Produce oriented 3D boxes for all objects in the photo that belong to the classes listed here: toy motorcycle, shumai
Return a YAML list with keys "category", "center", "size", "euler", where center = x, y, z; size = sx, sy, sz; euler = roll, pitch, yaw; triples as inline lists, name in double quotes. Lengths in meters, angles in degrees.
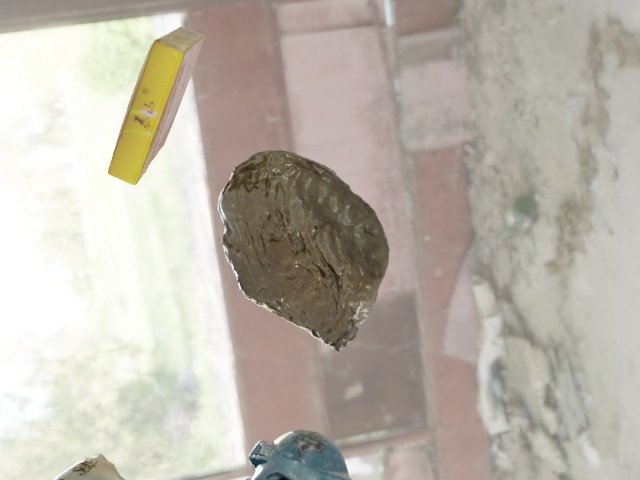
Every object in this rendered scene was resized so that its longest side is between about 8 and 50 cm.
- category: "toy motorcycle"
  center: [-0.042, 0.370, 1.372]
  size: [0.416, 0.172, 0.232]
  euler: [83, -149, -59]
- category: "shumai"
  center: [0.000, -0.004, 1.350]
  size: [0.218, 0.185, 0.184]
  euler: [34, 115, 16]

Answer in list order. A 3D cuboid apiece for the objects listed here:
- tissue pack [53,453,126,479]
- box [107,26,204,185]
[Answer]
- category: "tissue pack"
  center: [-0.336, 0.526, 1.698]
  size: [0.390, 0.195, 0.375]
  euler: [51, -154, 3]
- category: "box"
  center: [-0.183, -0.160, 1.308]
  size: [0.269, 0.043, 0.152]
  euler: [-93, 24, -77]
